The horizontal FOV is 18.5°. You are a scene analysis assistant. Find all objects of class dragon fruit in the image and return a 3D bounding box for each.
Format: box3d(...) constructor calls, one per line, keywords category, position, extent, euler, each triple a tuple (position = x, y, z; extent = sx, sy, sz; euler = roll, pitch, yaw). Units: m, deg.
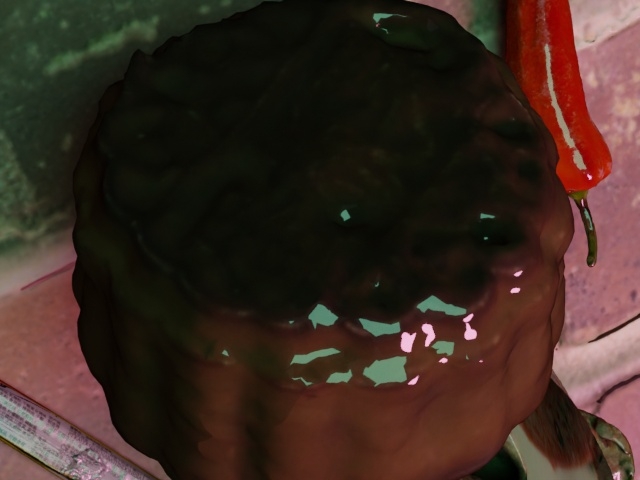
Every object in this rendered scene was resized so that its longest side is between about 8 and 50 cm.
box3d(category="dragon fruit", position=(0.110, 0.171, 1.352), extent=(0.268, 0.130, 0.295), euler=(-24, 95, -57))

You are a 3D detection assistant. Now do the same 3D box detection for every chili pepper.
box3d(category="chili pepper", position=(0.166, -0.113, 1.414), extent=(0.063, 0.071, 0.272), euler=(-9, 96, 21))

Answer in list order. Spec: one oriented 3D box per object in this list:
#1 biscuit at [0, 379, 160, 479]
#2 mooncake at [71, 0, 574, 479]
box3d(category="biscuit", position=(-0.166, 0.149, 1.345), extent=(0.292, 0.026, 0.048), euler=(36, 80, -20))
box3d(category="mooncake", position=(0.001, 0.000, 1.226), extent=(0.324, 0.324, 0.187), euler=(-17, 145, -17))
